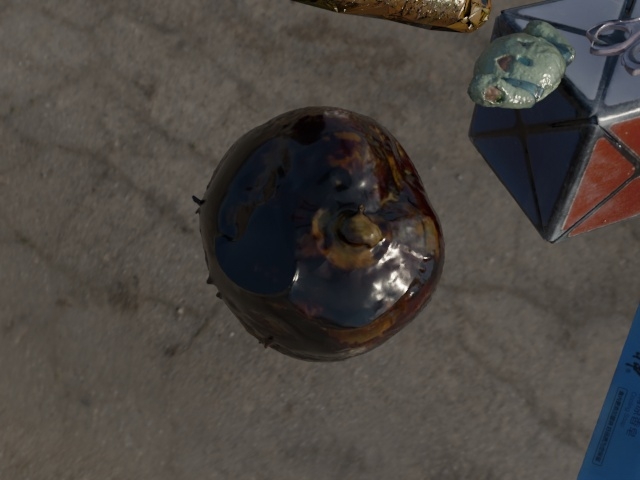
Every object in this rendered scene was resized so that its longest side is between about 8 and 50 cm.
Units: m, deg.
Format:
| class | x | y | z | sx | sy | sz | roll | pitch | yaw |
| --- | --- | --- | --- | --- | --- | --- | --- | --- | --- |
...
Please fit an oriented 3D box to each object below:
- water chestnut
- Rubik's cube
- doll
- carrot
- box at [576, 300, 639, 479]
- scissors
| class | x | y | z | sx | sy | sz | roll | pitch | yaw |
| --- | --- | --- | --- | --- | --- | --- | --- | --- | --- |
| water chestnut | 0.000 | 0.000 | 1.340 | 0.335 | 0.347 | 0.335 | 0 | 74 | 1 |
| Rubik's cube | 0.394 | -0.190 | 1.459 | 0.255 | 0.259 | 0.260 | -16 | 55 | -19 |
| doll | 0.249 | -0.214 | 1.259 | 0.104 | 0.071 | 0.214 | 30 | 43 | 19 |
| carrot | 0.057 | -0.240 | 0.960 | 0.229 | 0.069 | 0.069 | 5 | 65 | -24 |
| box | 0.379 | 0.193 | 1.167 | 0.083 | 0.142 | 0.232 | 18 | 79 | 31 |
| scissors | 0.367 | -0.237 | 1.077 | 0.189 | 0.015 | 0.100 | -39 | 53 | -21 |
